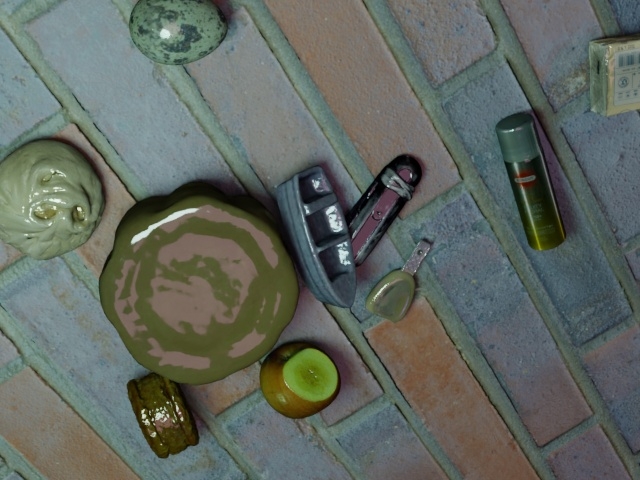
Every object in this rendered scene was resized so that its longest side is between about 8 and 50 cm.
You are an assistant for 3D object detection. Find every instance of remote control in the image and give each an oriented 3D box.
[{"bbox_3d":[0.113,-0.053,1.712,0.090,0.066,0.266,31,104,-23],"label":"remote control"}]

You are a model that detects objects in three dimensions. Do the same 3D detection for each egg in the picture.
[{"bbox_3d":[-0.245,-0.372,1.476,0.172,0.132,0.132,-7,114,-20],"label":"egg"}]

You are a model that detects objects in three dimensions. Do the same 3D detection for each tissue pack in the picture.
[{"bbox_3d":[0.638,-0.336,1.681,0.196,0.092,0.148,-11,114,-5],"label":"tissue pack"}]

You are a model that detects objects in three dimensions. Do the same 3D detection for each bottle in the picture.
[{"bbox_3d":[0.431,-0.118,1.738,0.082,0.082,0.286,-23,114,-1],"label":"bottle"}]

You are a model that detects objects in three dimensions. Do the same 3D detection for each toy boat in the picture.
[{"bbox_3d":[0.000,0.000,1.649,0.078,0.127,0.283,-11,99,37],"label":"toy boat"}]

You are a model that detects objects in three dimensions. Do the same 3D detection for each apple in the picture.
[{"bbox_3d":[-0.047,0.290,1.774,0.146,0.163,0.147,-42,108,-39],"label":"apple"}]

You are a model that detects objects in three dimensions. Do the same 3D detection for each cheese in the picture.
[{"bbox_3d":[0.173,0.082,1.797,0.097,0.037,0.192,24,105,-20],"label":"cheese"}]

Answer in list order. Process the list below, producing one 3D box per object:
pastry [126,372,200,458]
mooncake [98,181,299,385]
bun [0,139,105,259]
[{"bbox_3d":[-0.321,0.351,1.735,0.103,0.189,0.189,-23,115,-10],"label":"pastry"},{"bbox_3d":[-0.232,0.070,1.635,0.378,0.201,0.379,-3,109,-8],"label":"mooncake"},{"bbox_3d":[-0.503,-0.065,1.556,0.231,0.133,0.231,-4,112,-11],"label":"bun"}]
